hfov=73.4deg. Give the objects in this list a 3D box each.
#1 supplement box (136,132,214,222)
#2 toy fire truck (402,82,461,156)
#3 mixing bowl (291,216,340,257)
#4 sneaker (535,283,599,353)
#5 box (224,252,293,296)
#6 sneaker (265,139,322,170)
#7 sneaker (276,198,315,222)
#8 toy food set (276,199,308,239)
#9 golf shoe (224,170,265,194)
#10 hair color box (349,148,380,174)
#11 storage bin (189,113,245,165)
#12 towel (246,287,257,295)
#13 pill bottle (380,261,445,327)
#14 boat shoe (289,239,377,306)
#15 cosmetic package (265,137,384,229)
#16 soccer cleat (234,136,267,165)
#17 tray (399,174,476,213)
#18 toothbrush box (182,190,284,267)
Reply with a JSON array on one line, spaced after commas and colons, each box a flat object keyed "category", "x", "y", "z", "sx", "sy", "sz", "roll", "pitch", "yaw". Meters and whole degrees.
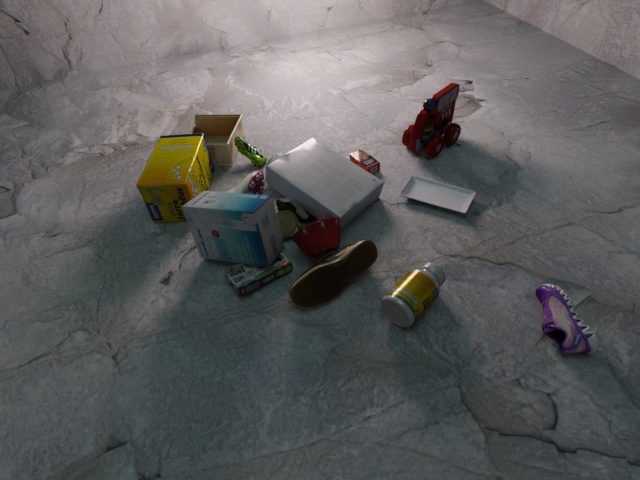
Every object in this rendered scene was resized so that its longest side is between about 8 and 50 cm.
[{"category": "supplement box", "x": -0.585, "y": -0.265, "z": 1.782, "sx": 0.196, "sy": 0.194, "sz": 0.356, "roll": -3, "pitch": 46, "yaw": 3}, {"category": "toy fire truck", "x": 0.496, "y": -0.531, "z": 1.897, "sx": 0.302, "sy": 0.253, "sz": 0.169, "roll": -36, "pitch": 52, "yaw": -27}, {"category": "mixing bowl", "x": 0.000, "y": 0.000, "z": 1.500, "sx": 0.182, "sy": 0.181, "sz": 0.098, "roll": -20, "pitch": 78, "yaw": -14}, {"category": "sneaker", "x": 0.685, "y": 0.229, "z": 1.244, "sx": 0.105, "sy": 0.095, "sz": 0.236, "roll": -17, "pitch": 47, "yaw": 0}, {"category": "box", "x": -0.213, "y": 0.104, "z": 1.478, "sx": 0.207, "sy": 0.036, "sz": 0.114, "roll": -26, "pitch": 47, "yaw": -24}, {"category": "sneaker", "x": -0.093, "y": -0.340, "z": 1.892, "sx": 0.297, "sy": 0.111, "sz": 0.129, "roll": -33, "pitch": 71, "yaw": -23}, {"category": "sneaker", "x": -0.099, "y": -0.119, "z": 1.689, "sx": 0.171, "sy": 0.051, "sz": 0.089, "roll": 3, "pitch": 50, "yaw": 13}, {"category": "toy food set", "x": -0.139, "y": -0.054, "z": 1.622, "sx": 0.192, "sy": 0.038, "sz": 0.132, "roll": -41, "pitch": 56, "yaw": -1}, {"category": "golf shoe", "x": -0.333, "y": -0.189, "z": 1.743, "sx": 0.140, "sy": 0.115, "sz": 0.306, "roll": 10, "pitch": 46, "yaw": 20}, {"category": "hair color box", "x": 0.194, "y": -0.345, "z": 1.891, "sx": 0.072, "sy": 0.043, "sz": 0.141, "roll": -26, "pitch": 48, "yaw": -18}, {"category": "storage bin", "x": -0.516, "y": -0.480, "z": 2.040, "sx": 0.261, "sy": 0.123, "sz": 0.262, "roll": 2, "pitch": 46, "yaw": 7}, {"category": "towel", "x": -0.250, "y": 0.153, "z": 1.463, "sx": 0.083, "sy": 0.009, "sz": 0.060, "roll": 27, "pitch": 54, "yaw": 28}, {"category": "pill bottle", "x": 0.293, "y": 0.161, "z": 1.326, "sx": 0.118, "sy": 0.117, "sz": 0.208, "roll": 32, "pitch": 55, "yaw": 31}, {"category": "boat shoe", "x": 0.030, "y": 0.100, "z": 1.433, "sx": 0.342, "sy": 0.123, "sz": 0.123, "roll": -35, "pitch": 22, "yaw": -21}, {"category": "cosmetic package", "x": 0.015, "y": -0.231, "z": 1.699, "sx": 0.377, "sy": 0.097, "sz": 0.284, "roll": 36, "pitch": 55, "yaw": 20}, {"category": "soccer cleat", "x": -0.321, "y": -0.411, "z": 1.969, "sx": 0.179, "sy": 0.060, "sz": 0.072, "roll": 45, "pitch": 46, "yaw": 4}, {"category": "tray", "x": 0.463, "y": -0.178, "z": 1.708, "sx": 0.271, "sy": 0.030, "sz": 0.145, "roll": 20, "pitch": 50, "yaw": 24}, {"category": "toothbrush box", "x": -0.296, "y": -0.044, "z": 1.478, "sx": 0.296, "sy": 0.216, "sz": 0.126, "roll": 8, "pitch": 36, "yaw": 25}]
